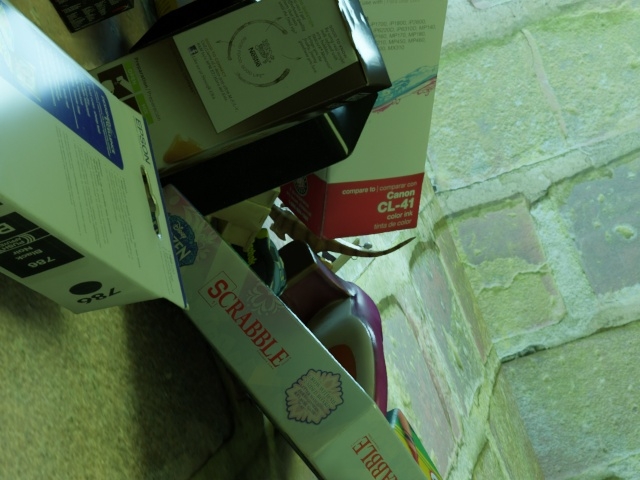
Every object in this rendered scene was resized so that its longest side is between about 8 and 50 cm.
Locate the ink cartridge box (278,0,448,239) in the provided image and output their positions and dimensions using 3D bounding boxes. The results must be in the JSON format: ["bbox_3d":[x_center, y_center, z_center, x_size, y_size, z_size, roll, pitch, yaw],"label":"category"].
[{"bbox_3d":[0.021,-0.186,1.717,0.226,0.131,0.306,-132,-136,-53],"label":"ink cartridge box"}]

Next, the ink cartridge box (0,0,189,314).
[{"bbox_3d":[-0.187,-0.057,1.016,0.333,0.065,0.165,43,30,-64],"label":"ink cartridge box"}]

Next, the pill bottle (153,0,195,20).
[{"bbox_3d":[-0.114,-0.242,1.702,0.117,0.118,0.208,39,31,-68],"label":"pill bottle"}]

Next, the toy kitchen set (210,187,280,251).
[{"bbox_3d":[-0.090,-0.049,1.619,0.068,0.083,0.075,18,35,-19],"label":"toy kitchen set"}]

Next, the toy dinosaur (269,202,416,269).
[{"bbox_3d":[0.000,0.000,1.807,0.064,0.211,0.112,-60,166,-21],"label":"toy dinosaur"}]

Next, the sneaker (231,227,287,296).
[{"bbox_3d":[-0.059,0.043,1.626,0.144,0.053,0.059,-87,156,-61],"label":"sneaker"}]

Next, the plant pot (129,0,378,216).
[{"bbox_3d":[-0.074,-0.147,1.511,0.167,0.188,0.187,64,19,-18],"label":"plant pot"}]

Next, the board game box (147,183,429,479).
[{"bbox_3d":[-0.008,0.140,1.340,0.318,0.066,0.318,45,-8,42],"label":"board game box"}]

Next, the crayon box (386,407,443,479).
[{"bbox_3d":[0.123,0.359,1.741,0.318,0.081,0.202,60,12,-8],"label":"crayon box"}]

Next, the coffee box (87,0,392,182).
[{"bbox_3d":[-0.078,-0.129,1.341,0.141,0.247,0.098,-27,96,-78],"label":"coffee box"}]

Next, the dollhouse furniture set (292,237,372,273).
[{"bbox_3d":[0.017,0.039,1.920,0.091,0.081,0.114,35,-28,21],"label":"dollhouse furniture set"}]

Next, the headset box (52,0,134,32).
[{"bbox_3d":[-0.207,-0.229,1.386,0.032,0.062,0.083,-97,162,-52],"label":"headset box"}]

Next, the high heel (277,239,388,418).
[{"bbox_3d":[0.041,0.152,1.682,0.181,0.127,0.377,50,17,-31],"label":"high heel"}]
